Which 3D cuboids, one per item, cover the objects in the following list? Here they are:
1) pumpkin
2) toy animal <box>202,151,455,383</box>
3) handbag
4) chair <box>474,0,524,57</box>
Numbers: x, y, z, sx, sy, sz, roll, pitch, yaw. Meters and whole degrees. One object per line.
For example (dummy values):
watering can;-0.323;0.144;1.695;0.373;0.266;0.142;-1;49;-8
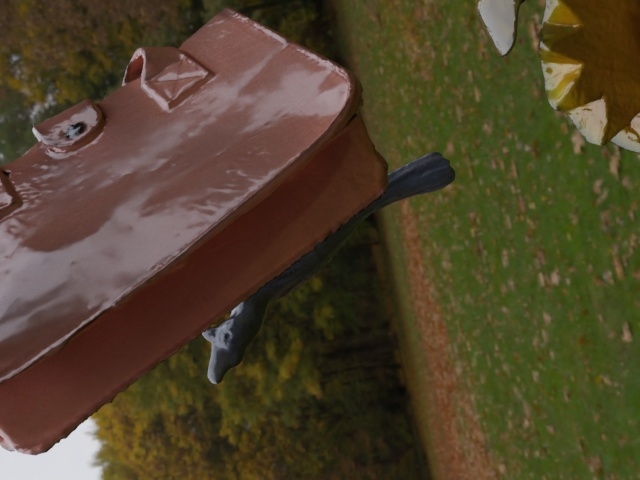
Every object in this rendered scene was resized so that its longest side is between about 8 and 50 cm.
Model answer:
pumpkin;0.266;-0.154;0.738;0.149;0.254;0.130;-129;46;-63
toy animal;-0.031;-0.006;1.023;0.206;0.367;0.081;42;171;45
handbag;-0.090;-0.020;0.393;0.157;0.212;0.059;43;165;43
chair;0.234;-0.398;1.154;0.247;0.172;0.159;49;173;2
